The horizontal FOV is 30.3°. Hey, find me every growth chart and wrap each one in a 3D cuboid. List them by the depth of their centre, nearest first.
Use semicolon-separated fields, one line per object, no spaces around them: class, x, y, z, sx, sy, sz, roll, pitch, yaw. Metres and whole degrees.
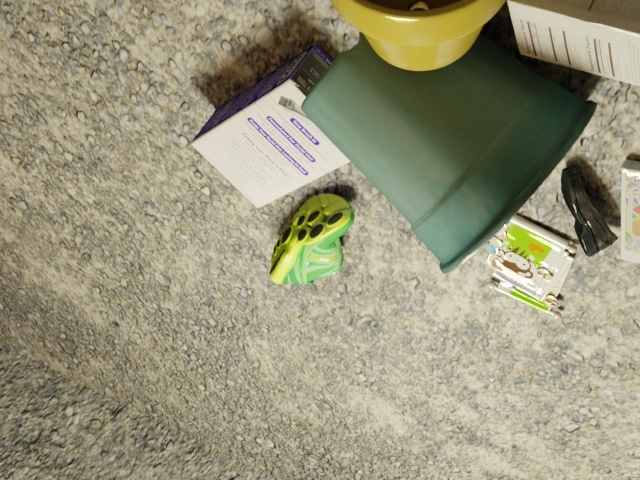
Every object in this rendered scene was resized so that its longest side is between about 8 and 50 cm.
growth chart;0.378;0.043;2.160;0.172;0.021;0.237;21;145;15

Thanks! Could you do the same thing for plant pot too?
plant pot;0.127;-0.341;1.522;0.254;0.254;0.239;22;165;13
plant pot;0.174;-0.186;1.771;0.334;0.341;0.341;42;146;-2

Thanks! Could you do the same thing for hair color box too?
hair color box;-0.063;-0.196;2.108;0.185;0.110;0.339;44;146;-18

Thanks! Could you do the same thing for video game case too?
video game case;0.588;-0.027;1.902;0.206;0.026;0.227;13;143;24

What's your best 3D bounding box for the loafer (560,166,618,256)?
loafer;0.444;-0.055;1.961;0.061;0.062;0.170;-23;121;5

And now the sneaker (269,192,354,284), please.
sneaker;0.000;0.000;2.343;0.124;0.109;0.295;13;149;-21

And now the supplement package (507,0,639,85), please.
supplement package;0.390;-0.303;1.549;0.244;0.139;0.134;21;164;25
